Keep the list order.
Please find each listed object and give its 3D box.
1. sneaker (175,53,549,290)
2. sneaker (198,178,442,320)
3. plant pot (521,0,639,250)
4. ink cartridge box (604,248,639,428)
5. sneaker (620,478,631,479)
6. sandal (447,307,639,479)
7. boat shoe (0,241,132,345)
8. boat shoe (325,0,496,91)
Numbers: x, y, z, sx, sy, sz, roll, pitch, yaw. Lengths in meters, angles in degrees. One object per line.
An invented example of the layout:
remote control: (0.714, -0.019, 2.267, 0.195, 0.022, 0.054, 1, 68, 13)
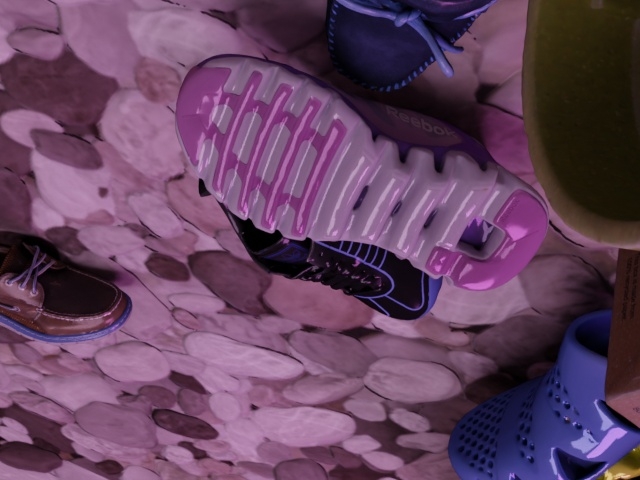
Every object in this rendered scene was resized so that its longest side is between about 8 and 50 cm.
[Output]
sneaker: (0.022, -0.051, 0.674, 0.236, 0.104, 0.095, 22, 118, -17)
sneaker: (0.000, 0.000, 0.759, 0.081, 0.090, 0.232, -20, 129, 38)
plant pot: (0.255, -0.104, 0.425, 0.254, 0.276, 0.276, 13, 143, -13)
ink cartridge box: (0.250, 0.023, 0.576, 0.193, 0.234, 0.088, 35, 140, -23)
sneaker: (0.224, 0.216, 0.949, 0.076, 0.065, 0.166, -10, 138, -1)
sandal: (0.216, 0.100, 0.790, 0.317, 0.126, 0.138, -30, 120, 33)
boat shoe: (-0.249, 0.040, 0.922, 0.183, 0.066, 0.066, 7, 140, 13)
boat shoe: (0.049, -0.152, 0.547, 0.109, 0.089, 0.258, 16, 148, -3)
